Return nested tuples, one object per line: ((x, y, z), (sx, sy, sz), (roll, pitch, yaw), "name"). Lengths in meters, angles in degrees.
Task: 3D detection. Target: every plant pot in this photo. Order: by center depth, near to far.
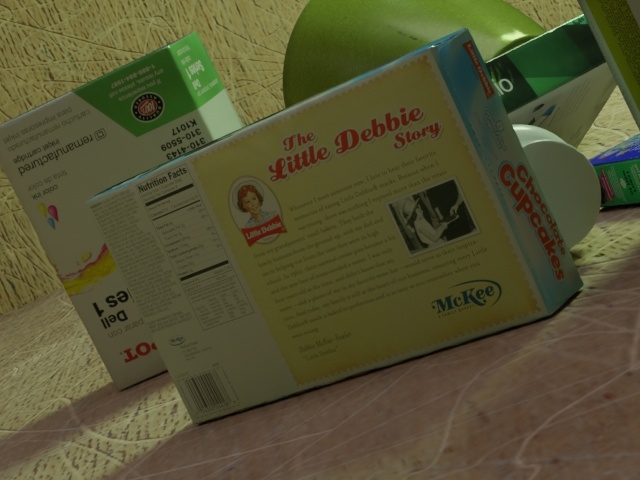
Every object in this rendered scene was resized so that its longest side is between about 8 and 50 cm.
((0.145, -0.168, 1.795), (0.274, 0.275, 0.293), (-28, 22, -21), "plant pot")

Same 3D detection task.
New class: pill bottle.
((0.135, -0.031, 1.211), (0.108, 0.108, 0.193), (-27, 6, -12), "pill bottle")

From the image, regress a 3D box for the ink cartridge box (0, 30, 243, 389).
((-0.155, -0.027, 1.544), (0.201, 0.278, 0.117), (-24, 9, 14), "ink cartridge box")

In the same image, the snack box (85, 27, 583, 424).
((0.000, 0.000, 1.119), (0.322, 0.187, 0.060), (-20, 8, 36), "snack box")

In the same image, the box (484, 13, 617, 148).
((0.120, -0.073, 1.442), (0.322, 0.058, 0.232), (-29, -19, -25), "box")

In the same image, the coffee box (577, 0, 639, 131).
((0.333, -0.224, 0.975), (0.337, 0.338, 0.334), (-26, 7, 0), "coffee box")

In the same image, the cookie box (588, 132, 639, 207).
((0.265, -0.062, 1.270), (0.091, 0.040, 0.107), (-27, 6, -18), "cookie box")
